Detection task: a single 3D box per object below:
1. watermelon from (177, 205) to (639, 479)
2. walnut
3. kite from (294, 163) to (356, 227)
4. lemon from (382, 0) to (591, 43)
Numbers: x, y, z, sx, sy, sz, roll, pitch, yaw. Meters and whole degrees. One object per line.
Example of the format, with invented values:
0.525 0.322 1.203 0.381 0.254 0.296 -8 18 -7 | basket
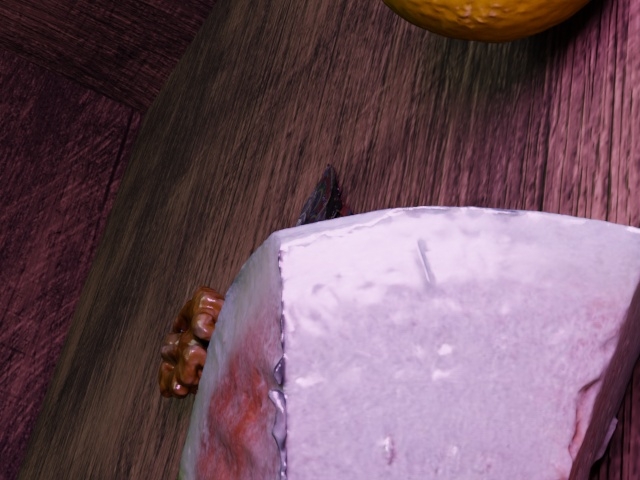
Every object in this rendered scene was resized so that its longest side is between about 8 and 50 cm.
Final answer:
0.046 0.148 0.634 0.258 0.229 0.387 -98 30 -45 | watermelon
-0.151 0.131 1.465 0.170 0.069 0.142 -19 50 70 | walnut
0.000 0.000 1.274 0.152 0.015 0.285 -65 16 5 | kite
0.125 -0.264 0.890 0.236 0.236 0.263 -55 39 33 | lemon
